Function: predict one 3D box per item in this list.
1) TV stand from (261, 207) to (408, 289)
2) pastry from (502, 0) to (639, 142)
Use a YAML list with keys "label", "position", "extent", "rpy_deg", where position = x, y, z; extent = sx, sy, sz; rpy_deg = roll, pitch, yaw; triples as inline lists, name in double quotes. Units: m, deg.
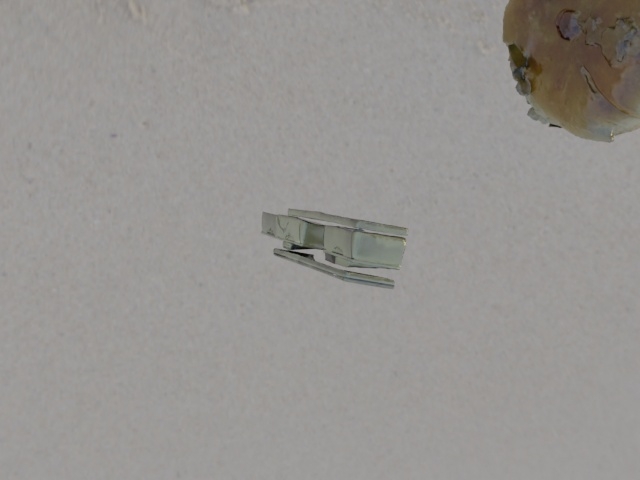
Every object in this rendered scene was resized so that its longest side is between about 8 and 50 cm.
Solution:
- label: "TV stand"
  position: [0.000, 0.000, 0.726]
  extent: [0.036, 0.249, 0.042]
  rpy_deg: [8, 92, -17]
- label: "pastry"
  position: [0.312, -0.237, 1.111]
  extent: [0.121, 0.236, 0.257]
  rpy_deg: [-8, 93, -34]
